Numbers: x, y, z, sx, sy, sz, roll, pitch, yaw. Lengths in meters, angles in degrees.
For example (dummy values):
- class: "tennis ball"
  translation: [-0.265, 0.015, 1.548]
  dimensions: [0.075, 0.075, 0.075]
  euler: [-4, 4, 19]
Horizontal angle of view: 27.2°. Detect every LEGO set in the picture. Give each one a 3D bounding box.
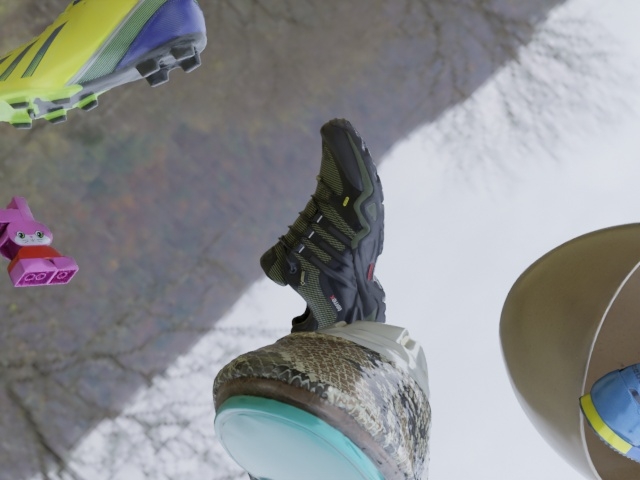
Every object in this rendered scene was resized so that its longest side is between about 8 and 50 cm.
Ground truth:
- class: "LEGO set"
  translation: [-0.302, 0.013, 0.935]
  dimensions: [0.227, 0.093, 0.087]
  euler: [-3, 145, -46]

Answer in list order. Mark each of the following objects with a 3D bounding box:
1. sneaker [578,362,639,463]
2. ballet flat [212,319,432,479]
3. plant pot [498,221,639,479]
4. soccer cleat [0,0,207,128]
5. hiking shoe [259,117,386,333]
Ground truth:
- class: "sneaker"
  translation: [0.324, 0.168, 1.202]
  dimensions: [0.082, 0.209, 0.069]
  euler: [-41, -138, 21]
- class: "ballet flat"
  translation: [0.023, 0.171, 1.028]
  dimensions: [0.182, 0.164, 0.482]
  euler: [-58, 157, -30]
- class: "plant pot"
  translation: [0.294, 0.102, 1.356]
  dimensions: [0.284, 0.284, 0.191]
  euler: [-48, -143, -17]
- class: "soccer cleat"
  translation: [-0.266, -0.206, 1.428]
  dimensions: [0.289, 0.121, 0.093]
  euler: [-19, 171, -1]
- class: "hiking shoe"
  translation: [0.000, 0.000, 1.238]
  dimensions: [0.114, 0.226, 0.086]
  euler: [-5, -171, -8]
